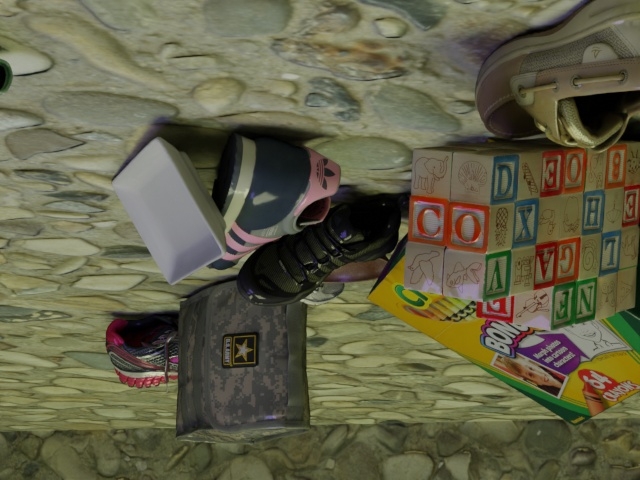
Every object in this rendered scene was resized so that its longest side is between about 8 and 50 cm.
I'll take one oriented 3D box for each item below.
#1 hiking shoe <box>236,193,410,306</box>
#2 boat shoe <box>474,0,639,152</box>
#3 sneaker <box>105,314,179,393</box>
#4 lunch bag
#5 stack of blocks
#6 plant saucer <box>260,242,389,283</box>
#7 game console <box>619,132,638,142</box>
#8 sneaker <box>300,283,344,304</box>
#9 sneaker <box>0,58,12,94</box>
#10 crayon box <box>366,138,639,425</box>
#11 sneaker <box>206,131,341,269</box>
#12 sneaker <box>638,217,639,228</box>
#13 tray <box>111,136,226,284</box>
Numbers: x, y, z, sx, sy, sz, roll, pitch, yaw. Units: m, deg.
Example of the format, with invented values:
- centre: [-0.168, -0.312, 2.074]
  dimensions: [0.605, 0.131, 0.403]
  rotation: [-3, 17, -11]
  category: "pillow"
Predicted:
- centre: [0.000, 0.000, 1.852]
  dimensions: [0.226, 0.086, 0.114]
  rotation: [-27, 160, -22]
  category: "hiking shoe"
- centre: [0.223, -0.129, 1.351]
  dimensions: [0.109, 0.098, 0.302]
  rotation: [8, 166, -22]
  category: "boat shoe"
- centre: [-0.220, 0.178, 2.606]
  dimensions: [0.299, 0.121, 0.112]
  rotation: [-8, 134, 9]
  category: "sneaker"
- centre: [-0.109, 0.186, 2.354]
  dimensions: [0.168, 0.235, 0.287]
  rotation: [7, 165, -26]
  category: "lunch bag"
- centre: [0.198, -0.006, 1.453]
  dimensions: [0.087, 0.171, 0.297]
  rotation: [8, -170, 37]
  category: "stack of blocks"
- centre: [0.001, 0.021, 2.100]
  dimensions: [0.198, 0.036, 0.198]
  rotation: [1, 166, 0]
  category: "plant saucer"
- centre: [0.314, -0.105, 1.616]
  dimensions: [0.107, 0.071, 0.122]
  rotation: [-25, 176, -21]
  category: "game console"
- centre: [-0.026, 0.060, 2.230]
  dimensions: [0.135, 0.052, 0.058]
  rotation: [5, 159, -18]
  category: "sneaker"
- centre: [-0.360, -0.125, 1.457]
  dimensions: [0.151, 0.094, 0.256]
  rotation: [-1, 167, 0]
  category: "sneaker"
- centre: [0.249, 0.062, 1.787]
  dimensions: [0.313, 0.106, 0.363]
  rotation: [30, 157, -2]
  category: "crayon box"
- centre: [-0.061, -0.029, 1.757]
  dimensions: [0.131, 0.112, 0.319]
  rotation: [7, 166, -8]
  category: "sneaker"
- centre: [0.358, -0.024, 1.712]
  dimensions: [0.222, 0.118, 0.083]
  rotation: [-3, 165, 19]
  category: "sneaker"
- centre: [-0.165, -0.033, 1.723]
  dimensions: [0.030, 0.145, 0.270]
  rotation: [-29, -179, -20]
  category: "tray"
